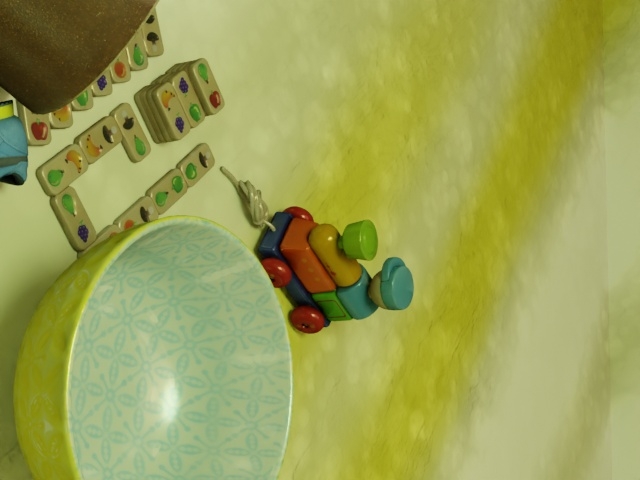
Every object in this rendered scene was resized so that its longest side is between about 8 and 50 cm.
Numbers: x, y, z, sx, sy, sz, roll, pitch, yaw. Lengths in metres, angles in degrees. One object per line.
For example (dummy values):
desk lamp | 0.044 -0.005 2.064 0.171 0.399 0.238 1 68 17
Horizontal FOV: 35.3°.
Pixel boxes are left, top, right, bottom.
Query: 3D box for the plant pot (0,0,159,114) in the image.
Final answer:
plant pot | -0.256 -0.248 0.766 0.230 0.215 0.215 34 56 -35

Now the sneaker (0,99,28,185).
sneaker | -0.301 -0.047 0.763 0.209 0.069 0.082 -33 116 -55

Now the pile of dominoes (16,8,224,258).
pile of dominoes | -0.183 -0.111 0.987 0.251 0.040 0.195 -52 128 -48

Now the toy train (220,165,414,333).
toy train | 0.000 0.000 1.159 0.248 0.143 0.105 57 41 -36

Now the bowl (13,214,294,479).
bowl | -0.165 0.128 0.868 0.289 0.156 0.289 14 73 -56
